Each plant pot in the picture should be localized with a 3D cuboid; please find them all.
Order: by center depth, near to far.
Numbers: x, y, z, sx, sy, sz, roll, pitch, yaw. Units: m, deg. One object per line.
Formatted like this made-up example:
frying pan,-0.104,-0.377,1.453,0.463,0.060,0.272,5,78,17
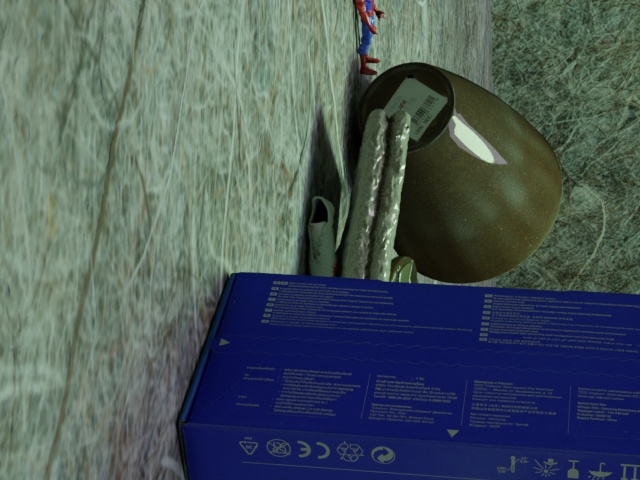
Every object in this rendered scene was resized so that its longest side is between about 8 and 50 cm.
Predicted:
plant pot,0.132,-0.094,1.684,0.230,0.215,0.215,46,46,-58

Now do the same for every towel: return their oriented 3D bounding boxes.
towel,0.037,0.032,1.444,0.187,0.049,0.282,100,-1,-63

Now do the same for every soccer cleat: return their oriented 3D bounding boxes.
soccer cleat,0.000,0.000,1.394,0.035,0.029,0.083,51,38,-62

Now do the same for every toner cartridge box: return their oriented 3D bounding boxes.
toner cartridge box,0.095,0.106,1.031,0.165,0.347,0.075,-73,163,-54

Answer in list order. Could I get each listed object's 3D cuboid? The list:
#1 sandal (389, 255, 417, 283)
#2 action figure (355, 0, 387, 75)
sandal,0.046,0.114,1.600,0.090,0.060,0.219,-40,148,-56
action figure,0.051,-0.230,1.624,0.038,0.030,0.115,-69,157,-47
